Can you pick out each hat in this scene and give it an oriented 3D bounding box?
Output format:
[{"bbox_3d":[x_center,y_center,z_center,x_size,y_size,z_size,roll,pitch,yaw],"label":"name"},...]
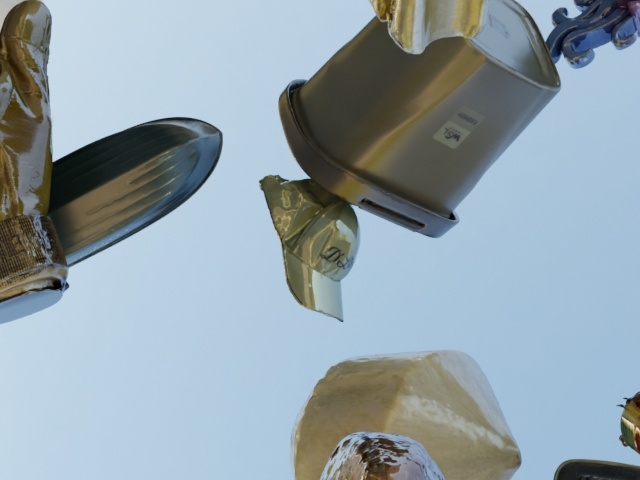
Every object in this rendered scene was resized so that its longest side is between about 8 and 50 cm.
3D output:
[{"bbox_3d":[-0.003,0.006,1.510,0.081,0.122,0.166,-24,-120,31],"label":"hat"}]

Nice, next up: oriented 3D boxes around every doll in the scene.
[{"bbox_3d":[0.325,-0.254,1.552,0.206,0.067,0.110,-36,-125,0],"label":"doll"}]

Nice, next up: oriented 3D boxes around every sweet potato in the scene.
[{"bbox_3d":[0.045,0.181,0.974,0.252,0.097,0.097,103,1,-78],"label":"sweet potato"}]

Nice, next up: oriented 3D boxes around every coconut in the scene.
[{"bbox_3d":[0.126,0.282,1.860,0.329,0.328,0.329,-37,-137,44],"label":"coconut"}]

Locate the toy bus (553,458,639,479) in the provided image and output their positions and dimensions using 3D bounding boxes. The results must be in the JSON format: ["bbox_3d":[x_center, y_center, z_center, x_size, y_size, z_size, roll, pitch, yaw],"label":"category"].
[{"bbox_3d":[0.302,0.429,1.471,0.202,0.177,0.365,79,23,-52],"label":"toy bus"}]

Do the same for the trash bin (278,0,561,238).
[{"bbox_3d":[0.116,-0.159,1.537,0.250,0.219,0.219,-46,-141,31],"label":"trash bin"}]

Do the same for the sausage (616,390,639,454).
[{"bbox_3d":[0.354,0.202,1.249,0.264,0.083,0.083,-138,-110,-75],"label":"sausage"}]

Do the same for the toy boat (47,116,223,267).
[{"bbox_3d":[-0.199,-0.043,1.269,0.246,0.093,0.103,-28,176,-2],"label":"toy boat"}]

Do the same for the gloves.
[{"bbox_3d":[-0.301,-0.093,1.187,0.154,0.141,0.331,-34,-114,50],"label":"gloves"}]

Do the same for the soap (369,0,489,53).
[{"bbox_3d":[0.071,-0.298,1.025,0.274,0.089,0.173,90,-19,-49],"label":"soap"}]
